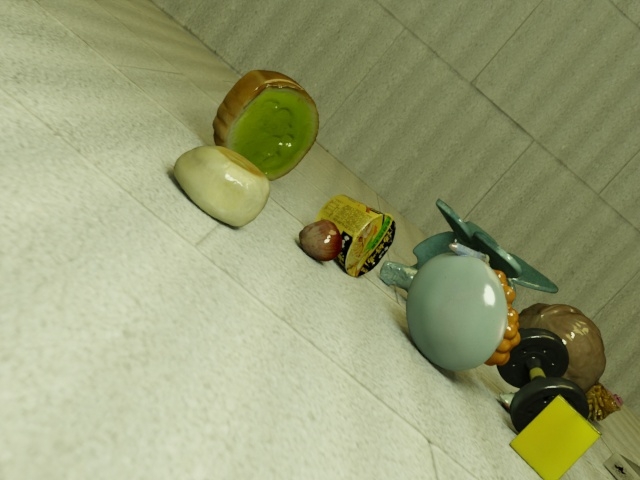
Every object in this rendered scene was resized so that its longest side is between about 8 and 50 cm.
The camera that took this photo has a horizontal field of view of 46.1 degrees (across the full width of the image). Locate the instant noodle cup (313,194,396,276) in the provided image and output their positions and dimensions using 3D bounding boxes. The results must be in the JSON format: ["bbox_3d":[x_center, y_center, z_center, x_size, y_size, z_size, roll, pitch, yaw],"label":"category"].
[{"bbox_3d":[0.063,-0.016,1.550,0.122,0.152,0.151,33,5,30],"label":"instant noodle cup"}]

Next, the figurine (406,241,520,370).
[{"bbox_3d":[0.280,0.150,1.477,0.382,0.204,0.225,41,33,-72],"label":"figurine"}]

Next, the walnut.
[{"bbox_3d":[0.642,0.291,2.039,0.273,0.226,0.273,-25,90,-86],"label":"walnut"}]

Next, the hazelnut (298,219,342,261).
[{"bbox_3d":[0.000,0.000,1.411,0.086,0.086,0.086,39,10,-8],"label":"hazelnut"}]

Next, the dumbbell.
[{"bbox_3d":[0.421,0.275,1.443,0.143,0.143,0.326,37,25,-19],"label":"dumbbell"}]

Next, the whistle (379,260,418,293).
[{"bbox_3d":[0.236,0.116,1.717,0.223,0.123,0.123,26,10,1],"label":"whistle"}]

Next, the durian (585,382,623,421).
[{"bbox_3d":[0.806,0.476,2.277,0.191,0.112,0.341,34,-1,21],"label":"durian"}]

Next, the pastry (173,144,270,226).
[{"bbox_3d":[-0.153,-0.092,1.185,0.156,0.092,0.156,32,9,-6],"label":"pastry"}]

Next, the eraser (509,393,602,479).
[{"bbox_3d":[0.401,0.338,1.281,0.097,0.122,0.045,46,8,24],"label":"eraser"}]

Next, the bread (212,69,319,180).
[{"bbox_3d":[-0.111,-0.235,1.564,0.236,0.236,0.070,31,14,-44],"label":"bread"}]

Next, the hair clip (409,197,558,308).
[{"bbox_3d":[0.388,0.089,1.971,0.318,0.238,0.392,45,13,32],"label":"hair clip"}]

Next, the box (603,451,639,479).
[{"bbox_3d":[0.846,0.646,1.810,0.365,0.051,0.205,34,12,-33],"label":"box"}]

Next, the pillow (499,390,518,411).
[{"bbox_3d":[0.453,0.362,1.582,0.128,0.051,0.229,43,12,28],"label":"pillow"}]
